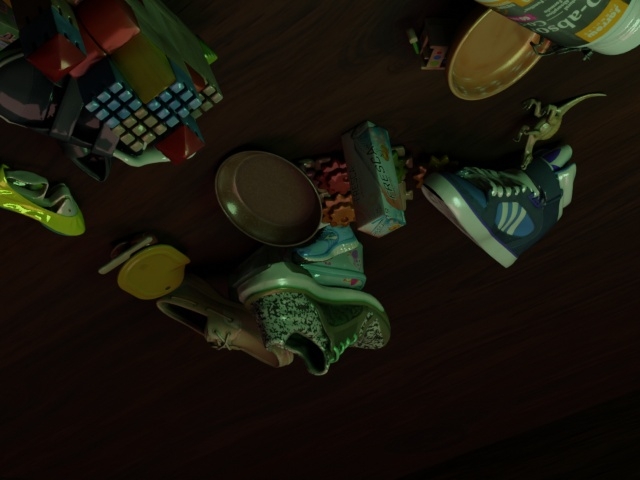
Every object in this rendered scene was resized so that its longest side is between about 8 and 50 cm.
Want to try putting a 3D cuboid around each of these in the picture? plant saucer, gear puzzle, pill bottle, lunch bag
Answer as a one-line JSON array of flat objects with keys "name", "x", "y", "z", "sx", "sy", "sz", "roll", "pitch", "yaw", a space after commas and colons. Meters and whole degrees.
[{"name": "plant saucer", "x": 0.255, "y": -0.288, "z": 1.621, "sx": 0.200, "sy": 0.037, "sz": 0.200, "roll": -27, "pitch": 148, "yaw": -18}, {"name": "plant saucer", "x": -0.084, "y": -0.078, "z": 1.939, "sx": 0.198, "sy": 0.036, "sz": 0.199, "roll": 13, "pitch": 132, "yaw": 15}, {"name": "gear puzzle", "x": 0.083, "y": -0.084, "z": 1.999, "sx": 0.339, "sy": 0.044, "sz": 0.175, "roll": -9, "pitch": 136, "yaw": -3}, {"name": "pill bottle", "x": 0.309, "y": -0.342, "z": 1.454, "sx": 0.278, "sy": 0.162, "sz": 0.162, "roll": 16, "pitch": 146, "yaw": -40}, {"name": "lunch bag", "x": -0.058, "y": 0.084, "z": 2.288, "sx": 0.224, "sy": 0.108, "sz": 0.279, "roll": 8, "pitch": 150, "yaw": -30}]

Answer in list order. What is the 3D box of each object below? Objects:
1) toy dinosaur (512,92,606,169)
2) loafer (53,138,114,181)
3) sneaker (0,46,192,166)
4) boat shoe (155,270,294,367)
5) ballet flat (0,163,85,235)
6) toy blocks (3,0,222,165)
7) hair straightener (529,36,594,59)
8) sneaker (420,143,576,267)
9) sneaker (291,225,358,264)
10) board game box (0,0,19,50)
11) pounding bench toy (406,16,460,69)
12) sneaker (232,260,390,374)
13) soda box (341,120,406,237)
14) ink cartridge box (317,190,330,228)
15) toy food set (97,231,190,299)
[{"name": "toy dinosaur", "x": 0.380, "y": -0.204, "z": 1.895, "sx": 0.183, "sy": 0.053, "sz": 0.092, "roll": -46, "pitch": 140, "yaw": 15}, {"name": "loafer", "x": -0.365, "y": -0.163, "z": 1.717, "sx": 0.076, "sy": 0.078, "sz": 0.223, "roll": -12, "pitch": 154, "yaw": 7}, {"name": "sneaker", "x": -0.310, "y": -0.186, "z": 1.598, "sx": 0.321, "sy": 0.127, "sz": 0.126, "roll": 7, "pitch": 116, "yaw": -38}, {"name": "boat shoe", "x": -0.190, "y": 0.173, "z": 2.247, "sx": 0.098, "sy": 0.302, "sz": 0.109, "roll": -45, "pitch": 157, "yaw": -34}, {"name": "ballet flat", "x": -0.465, "y": -0.070, "z": 1.897, "sx": 0.077, "sy": 0.077, "sz": 0.231, "roll": -40, "pitch": 141, "yaw": 21}, {"name": "toy blocks", "x": -0.235, "y": -0.226, "z": 1.352, "sx": 0.190, "sy": 0.261, "sz": 0.381, "roll": -35, "pitch": 139, "yaw": 11}, {"name": "hair straightener", "x": 0.401, "y": -0.291, "z": 1.663, "sx": 0.230, "sy": 0.047, "sz": 0.089, "roll": -12, "pitch": 143, "yaw": -23}, {"name": "sneaker", "x": 0.328, "y": -0.104, "z": 1.985, "sx": 0.236, "sy": 0.130, "sz": 0.323, "roll": -48, "pitch": 140, "yaw": 3}, {"name": "sneaker", "x": 0.000, "y": 0.000, "z": 2.140, "sx": 0.063, "sy": 0.073, "sz": 0.162, "roll": -9, "pitch": -170, "yaw": 43}, {"name": "board game box", "x": -0.564, "y": -0.291, "z": 1.431, "sx": 0.213, "sy": 0.046, "sz": 0.317, "roll": -26, "pitch": 149, "yaw": 31}, {"name": "pounding bench toy", "x": 0.158, "y": -0.284, "z": 1.654, "sx": 0.083, "sy": 0.052, "sz": 0.065, "roll": -2, "pitch": 154, "yaw": -14}, {"name": "sneaker", "x": -0.006, "y": 0.183, "z": 2.173, "sx": 0.158, "sy": 0.182, "sz": 0.410, "roll": -26, "pitch": 148, "yaw": 32}, {"name": "soda box", "x": 0.086, "y": -0.100, "z": 1.862, "sx": 0.063, "sy": 0.183, "sz": 0.058, "roll": -28, "pitch": 148, "yaw": 33}, {"name": "ink cartridge box", "x": -0.074, "y": -0.071, "z": 2.064, "sx": 0.145, "sy": 0.045, "sz": 0.179, "roll": -23, "pitch": 134, "yaw": 29}, {"name": "toy food set", "x": -0.337, "y": 0.034, "z": 2.163, "sx": 0.128, "sy": 0.071, "sz": 0.218, "roll": -37, "pitch": 152, "yaw": 4}]
